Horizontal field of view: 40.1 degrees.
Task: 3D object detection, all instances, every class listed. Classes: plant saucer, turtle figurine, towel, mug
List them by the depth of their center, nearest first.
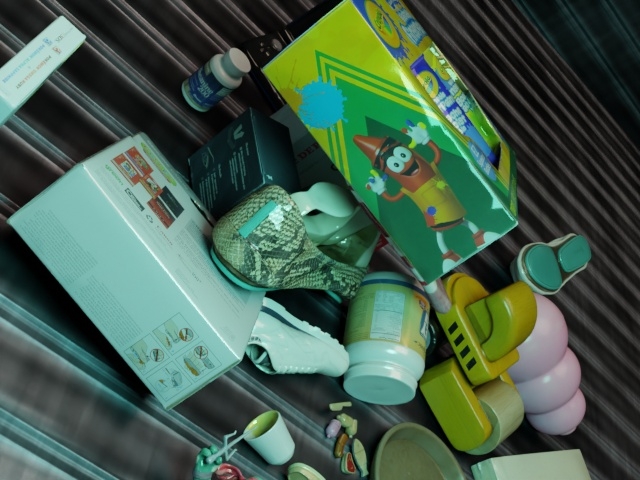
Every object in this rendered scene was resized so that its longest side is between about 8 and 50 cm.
[{"bbox_3d":[-0.116,0.360,1.102,0.175,0.118,0.234,40,50,4],"label":"turtle figurine"},{"bbox_3d":[-0.067,0.288,1.281,0.064,0.062,0.078,57,38,-17],"label":"mug"},{"bbox_3d":[0.102,-0.050,1.417,0.329,0.037,0.237,50,15,-39],"label":"towel"},{"bbox_3d":[0.174,0.448,1.490,0.278,0.041,0.277,32,42,-34],"label":"plant saucer"}]

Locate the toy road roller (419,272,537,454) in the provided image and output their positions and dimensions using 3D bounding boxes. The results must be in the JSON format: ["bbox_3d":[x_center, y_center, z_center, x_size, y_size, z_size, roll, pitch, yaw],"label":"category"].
[{"bbox_3d":[0.318,0.218,1.681,0.202,0.241,0.329,-15,77,-56],"label":"toy road roller"}]

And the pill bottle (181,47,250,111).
[{"bbox_3d":[-0.180,-0.282,1.526,0.067,0.120,0.067,34,40,-34],"label":"pill bottle"}]

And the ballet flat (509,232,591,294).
[{"bbox_3d":[0.563,0.069,2.238,0.400,0.139,0.139,-15,77,-52],"label":"ballet flat"}]

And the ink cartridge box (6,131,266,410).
[{"bbox_3d":[-0.224,0.025,1.184,0.309,0.130,0.272,53,14,-10],"label":"ink cartridge box"}]

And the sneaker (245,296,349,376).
[{"bbox_3d":[-0.052,0.175,1.382,0.235,0.090,0.094,31,54,-31],"label":"sneaker"}]

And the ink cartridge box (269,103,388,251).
[{"bbox_3d":[0.045,-0.125,1.607,0.306,0.226,0.131,35,38,-31],"label":"ink cartridge box"}]

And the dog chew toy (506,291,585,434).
[{"bbox_3d":[0.460,0.274,1.878,0.331,0.207,0.206,59,32,-13],"label":"dog chew toy"}]

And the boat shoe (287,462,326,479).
[{"bbox_3d":[-0.005,0.388,1.288,0.135,0.050,0.045,53,28,-9],"label":"boat shoe"}]

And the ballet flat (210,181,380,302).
[{"bbox_3d":[0.000,0.000,1.353,0.164,0.182,0.483,47,9,17],"label":"ballet flat"}]

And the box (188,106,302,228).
[{"bbox_3d":[-0.123,-0.099,1.413,0.093,0.158,0.156,24,43,-42],"label":"box"}]

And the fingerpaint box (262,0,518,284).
[{"bbox_3d":[0.136,-0.190,1.340,0.371,0.163,0.445,52,20,-6],"label":"fingerpaint box"}]

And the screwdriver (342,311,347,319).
[{"bbox_3d":[0.087,0.201,1.596,0.170,0.024,0.025,56,3,8],"label":"screwdriver"}]

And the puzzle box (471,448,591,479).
[{"bbox_3d":[0.468,0.567,1.777,0.409,0.052,0.272,13,55,-48],"label":"puzzle box"}]

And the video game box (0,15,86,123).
[{"bbox_3d":[-0.395,-0.166,1.069,0.048,0.205,0.187,46,34,-17],"label":"video game box"}]

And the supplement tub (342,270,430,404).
[{"bbox_3d":[0.112,0.169,1.521,0.144,0.144,0.199,34,50,-33],"label":"supplement tub"}]

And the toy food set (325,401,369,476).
[{"bbox_3d":[0.038,0.327,1.427,0.078,0.019,0.122,7,66,-50],"label":"toy food set"}]

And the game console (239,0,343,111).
[{"bbox_3d":[0.020,-0.335,1.790,0.293,0.173,0.250,56,32,-3],"label":"game console"}]
